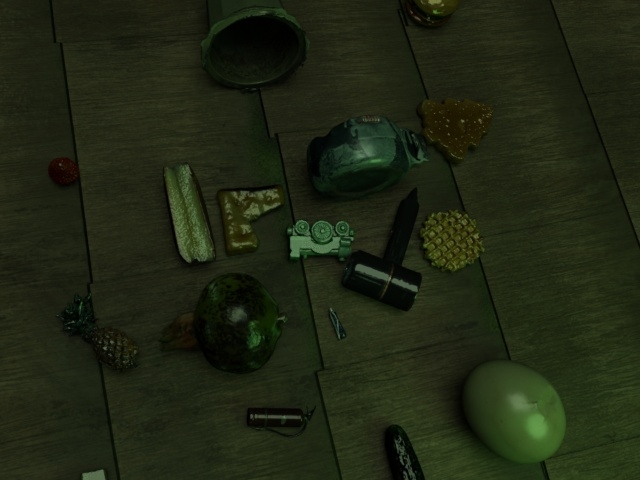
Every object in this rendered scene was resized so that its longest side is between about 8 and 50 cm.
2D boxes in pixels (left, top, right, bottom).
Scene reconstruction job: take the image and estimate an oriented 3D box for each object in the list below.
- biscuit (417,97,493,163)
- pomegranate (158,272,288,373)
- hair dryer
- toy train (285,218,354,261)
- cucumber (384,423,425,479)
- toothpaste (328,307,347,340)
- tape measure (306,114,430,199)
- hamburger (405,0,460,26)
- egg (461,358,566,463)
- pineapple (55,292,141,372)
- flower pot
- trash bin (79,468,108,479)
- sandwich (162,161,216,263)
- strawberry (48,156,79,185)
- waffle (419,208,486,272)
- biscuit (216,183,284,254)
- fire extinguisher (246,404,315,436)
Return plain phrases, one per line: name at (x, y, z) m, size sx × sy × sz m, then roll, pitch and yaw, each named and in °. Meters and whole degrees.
biscuit at (0.391, -0.329, 1.976) m, size 0.239 × 0.041 × 0.212 m, roll -24°, pitch 72°, yaw -19°
pomegranate at (-0.220, 0.200, 1.603) m, size 0.204 × 0.277 × 0.221 m, roll 20°, pitch 55°, yaw -48°
hair dryer at (0.185, -0.004, 1.802) m, size 0.189 × 0.107 × 0.352 m, roll 21°, pitch 61°, yaw -3°
toy train at (0.000, 0.000, 1.763) m, size 0.178 × 0.071 × 0.104 m, roll 2°, pitch 79°, yaw -11°
cucumber at (0.204, 0.548, 1.620) m, size 0.075 × 0.074 × 0.241 m, roll -14°, pitch 75°, yaw -17°
toothpaste at (0.040, 0.206, 1.729) m, size 0.027 × 0.019 × 0.083 m, roll -18°, pitch 80°, yaw -35°
tape measure at (0.100, -0.206, 1.756) m, size 0.275 × 0.256 × 0.147 m, roll 2°, pitch 67°, yaw -40°
hamburger at (0.332, -0.712, 2.050) m, size 0.162 × 0.115 × 0.162 m, roll 3°, pitch 72°, yaw -9°
egg at (0.458, 0.402, 1.647) m, size 0.219 × 0.219 × 0.269 m, roll -44°, pitch 103°, yaw -21°
pineapple at (-0.492, 0.214, 1.568) m, size 0.221 × 0.103 × 0.083 m, roll 39°, pitch 34°, yaw 3°
flower pot at (-0.187, -0.576, 1.826) m, size 0.291 × 0.290 × 0.259 m, roll -5°, pitch 60°, yaw -14°
trash bin at (-0.480, 0.542, 1.489) m, size 0.061 × 0.043 × 0.092 m, roll -8°, pitch 70°, yaw -15°
sandwich at (-0.321, -0.058, 1.698) m, size 0.094 × 0.096 × 0.258 m, roll -12°, pitch 76°, yaw -9°
strawberry at (-0.624, -0.170, 1.677) m, size 0.073 × 0.083 × 0.073 m, roll 0°, pitch 85°, yaw -3°
waffle at (0.349, -0.003, 1.856) m, size 0.191 × 0.038 × 0.191 m, roll 4°, pitch 71°, yaw -12°
biscuit at (-0.171, -0.055, 1.760) m, size 0.174 × 0.039 × 0.183 m, roll -2°, pitch 73°, yaw -15°
fire extinguisher at (-0.091, 0.419, 1.617) m, size 0.157 × 0.045 × 0.078 m, roll 4°, pitch 99°, yaw -12°
